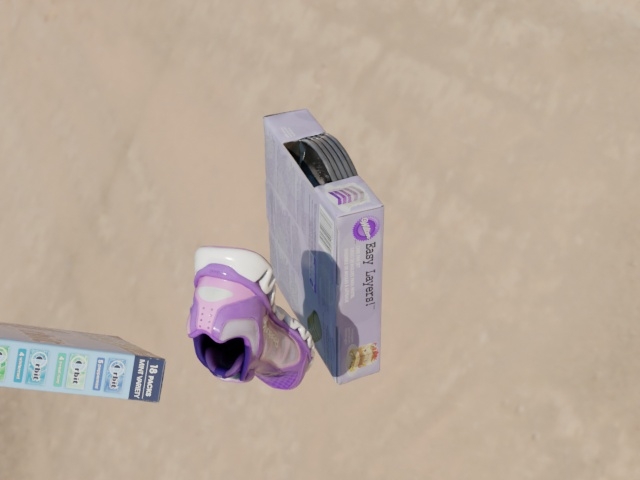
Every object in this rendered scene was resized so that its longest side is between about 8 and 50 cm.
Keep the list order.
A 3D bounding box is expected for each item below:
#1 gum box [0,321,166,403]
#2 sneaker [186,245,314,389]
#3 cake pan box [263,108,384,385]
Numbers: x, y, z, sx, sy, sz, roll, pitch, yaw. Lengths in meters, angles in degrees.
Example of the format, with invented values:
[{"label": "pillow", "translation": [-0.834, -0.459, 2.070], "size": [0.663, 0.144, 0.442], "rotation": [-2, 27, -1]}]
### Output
[{"label": "gum box", "translation": [-0.243, 0.098, 1.041], "size": [0.157, 0.184, 0.041], "rotation": [-174, 93, -66]}, {"label": "sneaker", "translation": [-0.078, 0.104, 1.246], "size": [0.095, 0.236, 0.105], "rotation": [4, 59, 20]}, {"label": "cake pan box", "translation": [0.000, 0.000, 1.515], "size": [0.246, 0.070, 0.267], "rotation": [-128, 29, -49]}]
